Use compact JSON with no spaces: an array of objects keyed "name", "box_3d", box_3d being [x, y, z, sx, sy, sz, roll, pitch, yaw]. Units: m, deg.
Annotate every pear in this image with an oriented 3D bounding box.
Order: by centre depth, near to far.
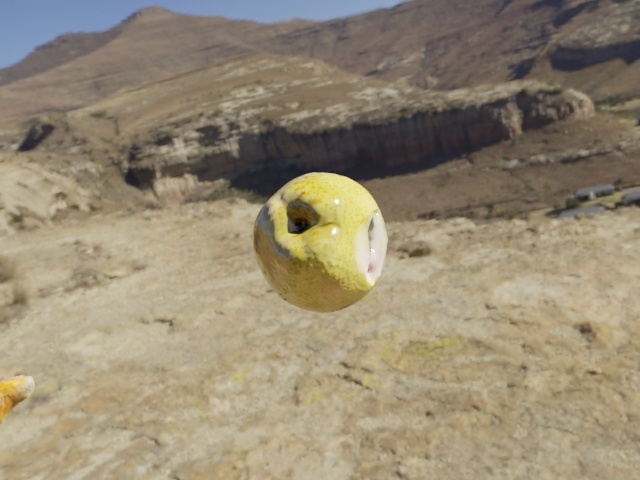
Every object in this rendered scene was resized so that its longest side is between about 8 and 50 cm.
[{"name":"pear","box_3d":[0.000,0.000,0.849,0.178,0.178,0.178,-13,12,3]}]

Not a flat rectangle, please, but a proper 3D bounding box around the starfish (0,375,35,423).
[{"name":"starfish","box_3d":[-0.110,0.197,0.190,0.084,0.293,0.301,-29,-3,6]}]
